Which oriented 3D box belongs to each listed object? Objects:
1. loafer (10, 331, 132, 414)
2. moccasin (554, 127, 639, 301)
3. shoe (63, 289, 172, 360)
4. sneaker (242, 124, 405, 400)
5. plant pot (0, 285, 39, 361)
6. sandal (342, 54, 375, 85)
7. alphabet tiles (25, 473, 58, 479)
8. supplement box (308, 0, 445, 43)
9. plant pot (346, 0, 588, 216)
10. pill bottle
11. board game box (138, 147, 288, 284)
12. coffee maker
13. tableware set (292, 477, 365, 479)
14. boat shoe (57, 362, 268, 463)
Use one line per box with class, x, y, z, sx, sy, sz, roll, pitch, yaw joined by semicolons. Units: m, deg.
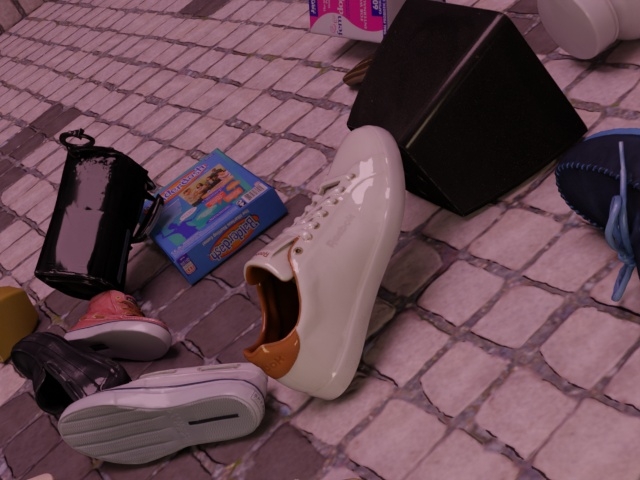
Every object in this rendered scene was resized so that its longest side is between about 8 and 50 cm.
loafer;-0.305;0.161;1.131;0.223;0.076;0.078;11;42;44
moccasin;0.298;-0.001;0.780;0.117;0.137;0.342;-42;31;-9
shoe;-0.236;0.098;1.173;0.178;0.063;0.081;-10;42;39
sneaker;0.000;0.000;0.950;0.106;0.123;0.290;-20;51;54
plant pot;-0.439;0.106;1.332;0.082;0.081;0.083;6;37;46
sandal;0.098;-0.244;1.397;0.072;0.049;0.180;-41;17;-27
alphabet tiles;-0.332;0.349;0.910;0.278;0.021;0.284;-23;33;16
supplement box;0.082;-0.370;1.489;0.114;0.111;0.220;-14;21;-27
plant pot;0.146;-0.138;1.081;0.167;0.187;0.188;-50;33;-6
pill bottle;0.386;-0.328;1.168;0.246;0.136;0.136;-38;31;-10
board game box;-0.156;-0.039;1.317;0.160;0.047;0.210;-38;32;-9
coffee maker;-0.302;-0.023;1.251;0.120;0.171;0.178;-6;65;36
tableware set;0.009;0.260;0.749;0.128;0.039;0.194;-17;34;22
boat shoe;-0.156;0.174;0.998;0.226;0.083;0.075;-7;25;17
